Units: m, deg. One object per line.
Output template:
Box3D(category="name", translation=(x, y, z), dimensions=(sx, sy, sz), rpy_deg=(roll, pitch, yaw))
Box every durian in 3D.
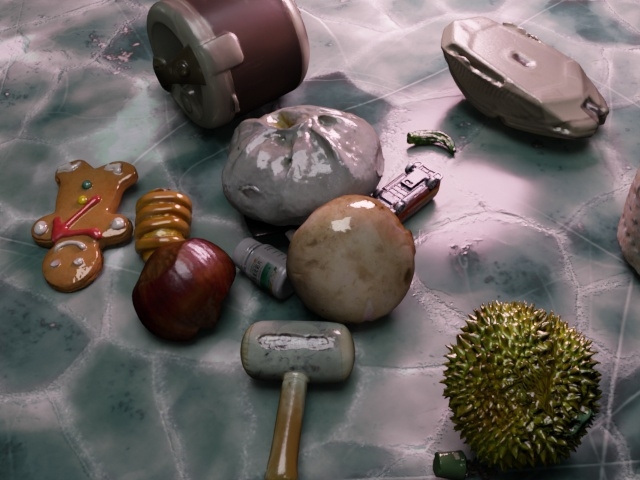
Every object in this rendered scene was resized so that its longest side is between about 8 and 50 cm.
Box3D(category="durian", translation=(0.319, 0.235, 1.285), dimensions=(0.291, 0.291, 0.224), rpy_deg=(-33, 39, -24))

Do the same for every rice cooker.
Box3D(category="rice cooker", translation=(-0.229, -0.445, 1.892), dimensions=(0.325, 0.335, 0.335), rpy_deg=(-31, 53, -21))

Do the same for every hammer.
Box3D(category="hammer", translation=(-0.047, 0.275, 1.382), dimensions=(0.201, 0.113, 0.306), rpy_deg=(0, 53, 7))

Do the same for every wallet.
Box3D(category="wallet", translation=(-0.032, -0.056, 1.694), dimensions=(0.244, 0.025, 0.124), rpy_deg=(-15, 23, -11))

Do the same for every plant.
Box3D(category="plant", translation=(0.235, 0.365, 1.318), dimensions=(0.102, 0.051, 0.051), rpy_deg=(7, 48, -8))

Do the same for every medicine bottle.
Box3D(category="medicine bottle", translation=(-0.105, 0.051, 1.594), dimensions=(0.130, 0.080, 0.080), rpy_deg=(30, 56, 26))

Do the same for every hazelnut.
Box3D(category="hazelnut", translation=(-0.261, 0.090, 1.537), dimensions=(0.202, 0.160, 0.170), rpy_deg=(-51, 41, 9))

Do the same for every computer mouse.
Box3D(category="computer mouse", translation=(0.456, -0.362, 1.896), dimensions=(0.429, 0.145, 0.228), rpy_deg=(37, 51, 16))

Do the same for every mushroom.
Box3D(category="mushroom", translation=(0.063, 0.037, 1.520), dimensions=(0.254, 0.184, 0.255), rpy_deg=(2, 83, -18))

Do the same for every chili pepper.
Box3D(category="chili pepper", translation=(0.255, -0.229, 1.859), dimensions=(0.117, 0.035, 0.055), rpy_deg=(18, 63, 6))

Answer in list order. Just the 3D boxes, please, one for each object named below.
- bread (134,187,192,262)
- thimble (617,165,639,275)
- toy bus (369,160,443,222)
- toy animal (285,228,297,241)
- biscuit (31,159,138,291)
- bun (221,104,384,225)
Box3D(category="bread", translation=(-0.325, -0.031, 1.682), dimensions=(0.119, 0.084, 0.177), rpy_deg=(-6, 52, -1))
Box3D(category="thimble", translation=(0.731, -0.043, 1.556), dimensions=(0.291, 0.195, 0.292), rpy_deg=(1, 49, -2))
Box3D(category="toy bus", translation=(0.174, -0.091, 1.707), dimensions=(0.174, 0.077, 0.079), rpy_deg=(-38, 57, -26))
Box3D(category="toy animal", translation=(0.002, 0.004, 1.636), dimensions=(0.124, 0.085, 0.071), rpy_deg=(-28, 50, -4))
Box3D(category="biscuit", translation=(-0.497, -0.044, 1.707), dimensions=(0.215, 0.047, 0.340), rpy_deg=(0, 53, 10))
Box3D(category="bun", translation=(-0.037, -0.172, 1.673), dimensions=(0.354, 0.194, 0.354), rpy_deg=(-9, 29, 5))
